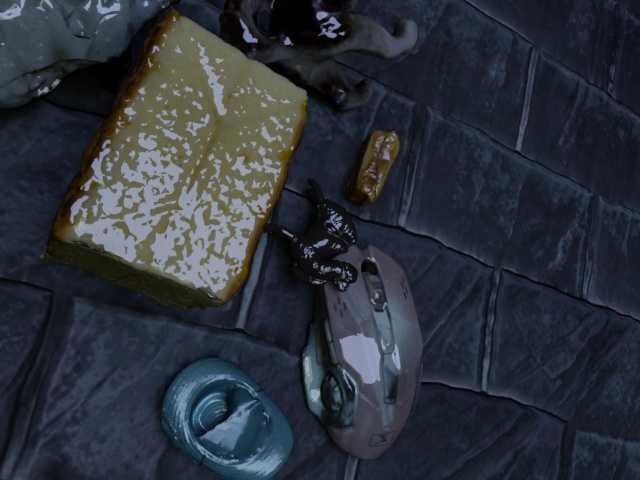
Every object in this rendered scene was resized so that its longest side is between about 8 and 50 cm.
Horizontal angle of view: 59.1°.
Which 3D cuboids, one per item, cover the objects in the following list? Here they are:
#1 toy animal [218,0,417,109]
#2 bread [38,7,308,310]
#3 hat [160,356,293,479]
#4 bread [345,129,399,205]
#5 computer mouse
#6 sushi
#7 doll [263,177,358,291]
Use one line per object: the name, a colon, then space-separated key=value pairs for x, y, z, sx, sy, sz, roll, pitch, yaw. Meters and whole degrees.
toy animal: x=-0.019 y=-0.402 z=0.861 sx=0.303 sy=0.194 sz=0.344 roll=0 pitch=78 yaw=-33
bread: x=-0.179 y=-0.073 z=0.695 sx=0.207 sy=0.279 sz=0.279 roll=26 pitch=70 yaw=-20
hat: x=-0.133 y=0.255 z=0.789 sx=0.191 sy=0.078 sz=0.138 roll=41 pitch=58 yaw=3
bread: x=0.088 y=-0.121 z=0.949 sx=0.053 sy=0.074 sz=0.132 roll=24 pitch=71 yaw=-12
computer mouse: x=0.080 y=0.150 z=0.889 sx=0.200 sy=0.115 sz=0.388 roll=-1 pitch=85 yaw=-31
sushi: x=-0.328 y=-0.305 z=0.690 sx=0.348 sy=0.207 sz=0.234 roll=-42 pitch=139 yaw=-14
doll: x=0.000 y=0.000 z=0.865 sx=0.165 sy=0.057 sz=0.139 roll=41 pitch=65 yaw=11
